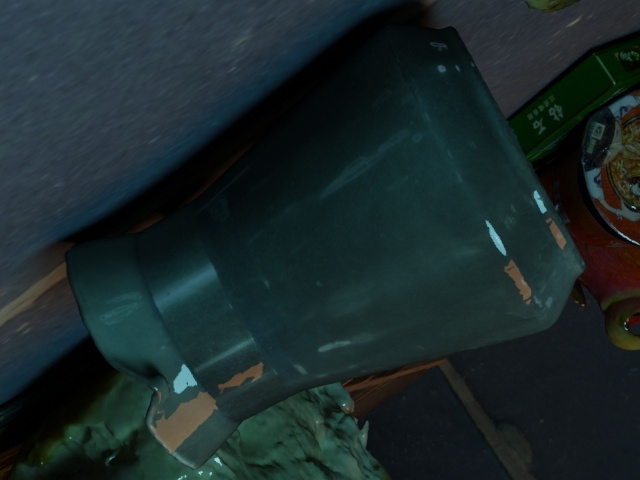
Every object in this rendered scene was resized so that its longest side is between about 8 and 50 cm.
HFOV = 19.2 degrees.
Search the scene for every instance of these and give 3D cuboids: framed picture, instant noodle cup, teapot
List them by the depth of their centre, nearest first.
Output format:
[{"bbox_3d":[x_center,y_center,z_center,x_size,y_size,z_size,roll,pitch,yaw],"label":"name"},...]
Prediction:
[{"bbox_3d":[0.000,0.000,0.956,0.225,0.171,0.203,-28,-158,7],"label":"teapot"},{"bbox_3d":[-0.260,0.168,1.323,0.338,0.014,0.255,-28,170,-32],"label":"framed picture"},{"bbox_3d":[0.240,-0.045,1.461,0.127,0.127,0.135,-32,180,-14],"label":"instant noodle cup"}]

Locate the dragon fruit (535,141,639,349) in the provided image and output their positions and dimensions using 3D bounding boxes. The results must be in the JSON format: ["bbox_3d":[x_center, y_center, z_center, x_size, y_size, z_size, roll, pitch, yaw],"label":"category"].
[{"bbox_3d":[0.329,-0.034,1.690,0.290,0.189,0.290,-30,-177,2],"label":"dragon fruit"}]

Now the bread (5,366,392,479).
[{"bbox_3d":[-0.099,0.192,1.254,0.250,0.225,0.279,-39,167,25],"label":"bread"}]

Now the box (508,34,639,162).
[{"bbox_3d":[0.237,-0.123,1.486,0.132,0.034,0.235,-40,170,39],"label":"box"}]

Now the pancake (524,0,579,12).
[{"bbox_3d":[0.195,-0.195,0.939,0.253,0.037,0.253,-34,171,-6],"label":"pancake"}]
